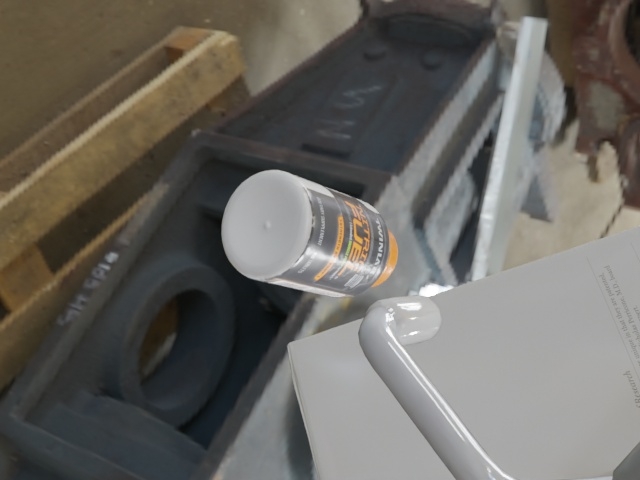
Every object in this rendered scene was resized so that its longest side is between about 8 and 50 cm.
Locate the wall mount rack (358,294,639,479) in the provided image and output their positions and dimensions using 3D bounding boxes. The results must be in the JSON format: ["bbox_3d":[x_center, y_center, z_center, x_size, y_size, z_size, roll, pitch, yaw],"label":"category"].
[{"bbox_3d":[0.186,-0.011,0.420,0.304,0.130,0.350,6,127,-44],"label":"wall mount rack"}]

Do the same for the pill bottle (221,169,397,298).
[{"bbox_3d":[0.000,0.000,1.397,0.246,0.130,0.130,16,90,-56],"label":"pill bottle"}]

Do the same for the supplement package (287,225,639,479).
[{"bbox_3d":[0.150,0.137,0.840,0.177,0.293,0.175,63,10,-55],"label":"supplement package"}]
